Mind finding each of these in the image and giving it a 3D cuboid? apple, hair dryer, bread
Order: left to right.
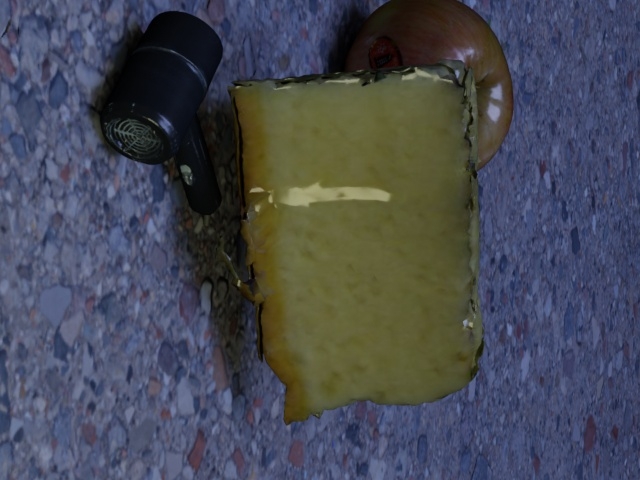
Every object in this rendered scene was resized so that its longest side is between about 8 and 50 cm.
[{"bbox_3d":[-0.123,-0.081,1.523,0.219,0.071,0.124,76,29,-49],"label":"hair dryer"},{"bbox_3d":[0.029,-0.005,1.562,0.279,0.248,0.315,53,31,-81],"label":"bread"},{"bbox_3d":[0.113,-0.167,1.917,0.209,0.164,0.209,-11,103,-54],"label":"apple"}]
